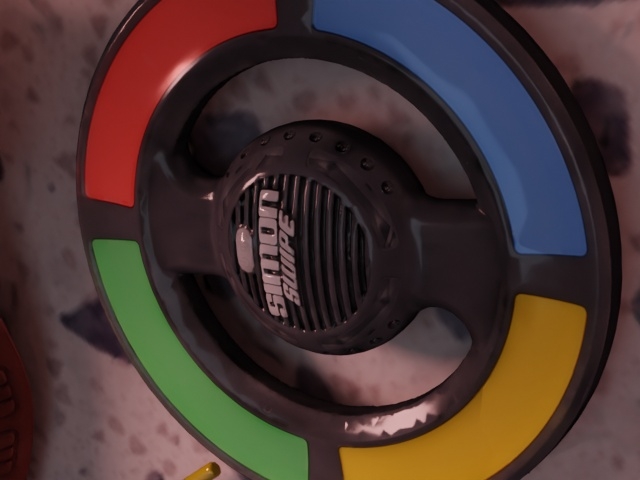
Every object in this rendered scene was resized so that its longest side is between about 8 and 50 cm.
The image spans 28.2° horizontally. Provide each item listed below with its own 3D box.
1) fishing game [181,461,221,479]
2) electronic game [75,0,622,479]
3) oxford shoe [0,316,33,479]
[{"bbox_3d":[-0.016,0.232,0.582,0.189,0.041,0.264,-31,90,39],"label":"fishing game"},{"bbox_3d":[0.000,0.000,0.479,0.229,0.048,0.229,12,114,28],"label":"electronic game"},{"bbox_3d":[-0.216,0.029,0.609,0.130,0.123,0.348,44,139,51],"label":"oxford shoe"}]
